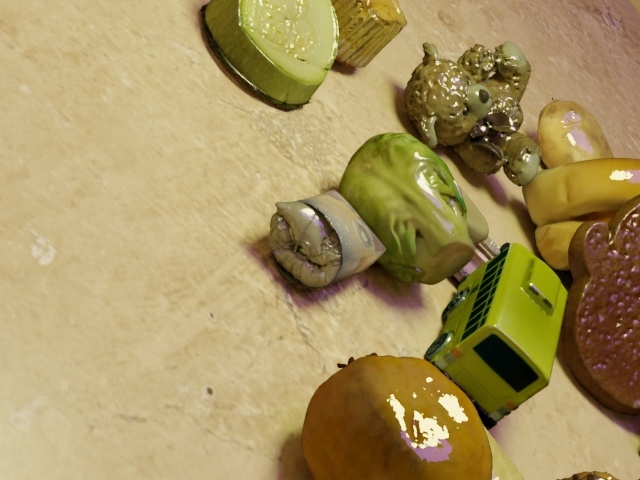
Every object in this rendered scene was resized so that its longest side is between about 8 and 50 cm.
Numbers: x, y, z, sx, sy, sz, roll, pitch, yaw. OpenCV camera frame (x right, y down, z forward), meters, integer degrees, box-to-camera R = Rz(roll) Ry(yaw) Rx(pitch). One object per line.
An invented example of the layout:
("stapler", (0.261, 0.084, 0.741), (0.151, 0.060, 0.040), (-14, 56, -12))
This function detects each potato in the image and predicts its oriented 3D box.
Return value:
("potato", (0.513, -0.170, 2.368), (0.235, 0.128, 0.161), (45, 44, -15))

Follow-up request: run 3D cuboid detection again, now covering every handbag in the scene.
("handbag", (0.000, 0.000, 1.490), (0.117, 0.095, 0.173), (49, 20, 11))

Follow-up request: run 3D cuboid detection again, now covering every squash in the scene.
("squash", (-0.059, -0.302, 1.736), (0.220, 0.133, 0.220), (34, 37, -31))

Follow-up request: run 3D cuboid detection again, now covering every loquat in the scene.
("loquat", (0.078, 0.216, 1.242), (0.187, 0.176, 0.234), (11, 36, -49))

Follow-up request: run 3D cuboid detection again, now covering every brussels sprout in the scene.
("brussels sprout", (0.117, -0.044, 1.636), (0.223, 0.161, 0.223), (-23, 90, -84))

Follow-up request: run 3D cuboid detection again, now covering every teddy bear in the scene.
("teddy bear", (0.253, -0.231, 2.041), (0.256, 0.156, 0.267), (19, 63, -45))

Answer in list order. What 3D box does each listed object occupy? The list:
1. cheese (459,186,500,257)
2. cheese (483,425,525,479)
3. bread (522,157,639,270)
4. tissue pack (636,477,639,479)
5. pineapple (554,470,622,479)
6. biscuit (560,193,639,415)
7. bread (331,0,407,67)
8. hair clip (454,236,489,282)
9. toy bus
("cheese", (0.249, -0.016, 1.895), (0.192, 0.037, 0.097), (46, 30, -4))
("cheese", (0.159, 0.263, 1.387), (0.123, 0.094, 0.167), (-16, 64, -49))
("bread", (0.540, -0.006, 2.136), (0.424, 0.329, 0.245), (20, 81, -42))
("tissue pack", (0.467, 0.485, 1.366), (0.253, 0.264, 0.416), (23, 37, -31))
("pineapple", (0.238, 0.407, 1.242), (0.165, 0.165, 0.364), (46, 48, -6))
("biscuit", (0.514, 0.090, 1.907), (0.314, 0.063, 0.367), (38, 73, -14))
("bread", (0.028, -0.408, 1.961), (0.179, 0.133, 0.250), (-4, 59, -56))
("hair clip", (0.241, 0.037, 1.808), (0.358, 0.095, 0.110), (49, -7, -17))
("toy bus", (0.250, 0.119, 1.618), (0.128, 0.150, 0.262), (44, 31, -7))
